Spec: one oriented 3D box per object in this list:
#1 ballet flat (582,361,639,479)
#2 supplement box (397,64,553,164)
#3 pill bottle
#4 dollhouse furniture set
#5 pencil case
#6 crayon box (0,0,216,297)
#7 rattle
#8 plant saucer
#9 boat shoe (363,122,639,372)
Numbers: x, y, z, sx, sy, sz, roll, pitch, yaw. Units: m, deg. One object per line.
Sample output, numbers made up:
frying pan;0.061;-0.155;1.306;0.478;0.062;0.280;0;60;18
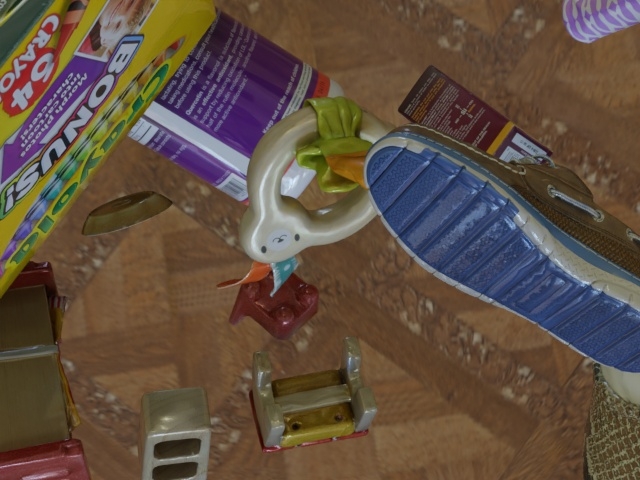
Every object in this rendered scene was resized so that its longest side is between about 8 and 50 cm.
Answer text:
ballet flat;0.332;0.018;0.964;0.164;0.182;0.483;12;54;46
supplement box;0.206;-0.147;1.587;0.081;0.104;0.188;-55;46;10
pill bottle;-0.143;-0.178;1.365;0.323;0.181;0.181;31;81;-15
dollhouse furniture set;-0.158;0.129;1.096;0.374;0.152;0.201;-7;58;-14
pencil case;0.444;-0.354;1.716;0.086;0.206;0.088;-18;90;-35
crayon box;-0.228;-0.108;0.870;0.106;0.313;0.363;36;82;6
rattle;0.000;0.000;0.919;0.199;0.130;0.143;-53;54;16
plant saucer;-0.170;-0.026;1.028;0.083;0.083;0.015;-17;104;3
boat shoe;0.102;-0.005;0.590;0.183;0.066;0.066;36;46;-14
